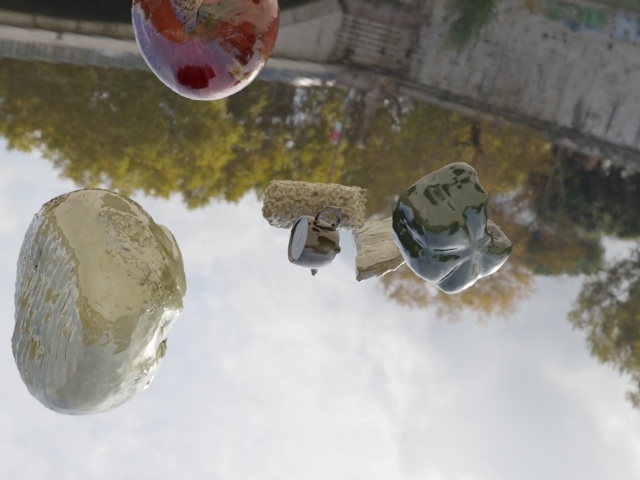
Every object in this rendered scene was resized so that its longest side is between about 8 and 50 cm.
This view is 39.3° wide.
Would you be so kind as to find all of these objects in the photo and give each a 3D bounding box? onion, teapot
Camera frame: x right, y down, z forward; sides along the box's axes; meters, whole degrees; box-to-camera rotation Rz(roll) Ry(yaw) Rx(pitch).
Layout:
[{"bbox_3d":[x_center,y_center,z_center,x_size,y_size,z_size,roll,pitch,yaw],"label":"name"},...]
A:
[{"bbox_3d":[-0.182,-0.339,1.362,0.248,0.248,0.161,25,-162,30],"label":"onion"},{"bbox_3d":[0.000,0.000,1.297,0.068,0.121,0.076,15,-152,-21],"label":"teapot"}]

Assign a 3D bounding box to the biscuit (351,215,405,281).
[{"bbox_3d":[0.124,-0.002,1.564,0.141,0.038,0.290,-12,-163,6],"label":"biscuit"}]

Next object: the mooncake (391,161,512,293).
[{"bbox_3d":[0.184,-0.015,1.199,0.175,0.168,0.104,13,-155,-37],"label":"mooncake"}]

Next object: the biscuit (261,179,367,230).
[{"bbox_3d":[-0.010,-0.053,1.448,0.168,0.082,0.070,5,-175,16],"label":"biscuit"}]

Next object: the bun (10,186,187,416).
[{"bbox_3d":[-0.316,0.093,1.306,0.234,0.326,0.362,12,176,-31],"label":"bun"}]
